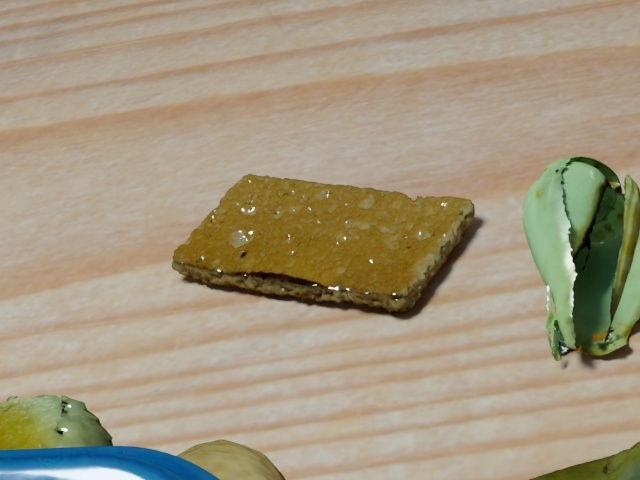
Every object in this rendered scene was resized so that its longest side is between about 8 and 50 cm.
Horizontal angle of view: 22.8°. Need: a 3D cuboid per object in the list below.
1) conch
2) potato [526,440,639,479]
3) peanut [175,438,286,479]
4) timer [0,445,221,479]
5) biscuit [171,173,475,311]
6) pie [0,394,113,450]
[{"bbox_3d":[0.200,0.011,1.126,0.105,0.079,0.170,-14,50,17],"label":"conch"},{"bbox_3d":[0.178,0.179,0.841,0.248,0.143,0.169,-16,25,6],"label":"potato"},{"bbox_3d":[-0.043,0.202,0.936,0.122,0.137,0.253,-58,36,7],"label":"peanut"},{"bbox_3d":[-0.177,0.256,0.785,0.340,0.115,0.309,-4,65,16],"label":"timer"},{"bbox_3d":[0.000,0.000,1.268,0.231,0.025,0.131,9,42,34],"label":"biscuit"},{"bbox_3d":[-0.277,0.240,0.981,0.296,0.078,0.371,16,64,51],"label":"pie"}]
